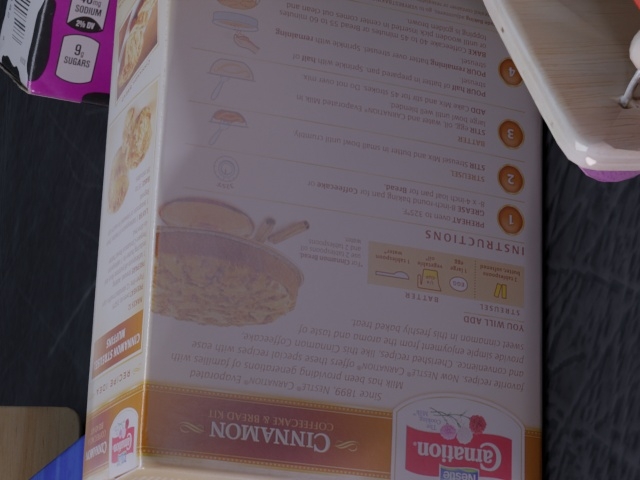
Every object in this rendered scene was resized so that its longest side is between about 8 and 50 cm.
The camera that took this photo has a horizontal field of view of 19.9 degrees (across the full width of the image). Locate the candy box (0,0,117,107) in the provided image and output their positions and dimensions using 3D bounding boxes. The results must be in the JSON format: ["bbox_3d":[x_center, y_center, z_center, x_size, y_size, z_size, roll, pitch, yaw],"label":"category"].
[{"bbox_3d":[-0.027,-0.163,0.739,0.071,0.159,0.233,-144,64,-63],"label":"candy box"}]

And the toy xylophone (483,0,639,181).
[{"bbox_3d":[0.135,-0.174,0.460,0.236,0.081,0.322,-115,41,-55],"label":"toy xylophone"}]

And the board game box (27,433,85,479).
[{"bbox_3d":[-0.089,0.244,0.846,0.319,0.066,0.318,140,135,-58],"label":"board game box"}]

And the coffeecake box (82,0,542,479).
[{"bbox_3d":[0.000,0.000,0.631,0.068,0.142,0.185,147,129,-62],"label":"coffeecake box"}]

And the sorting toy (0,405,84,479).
[{"bbox_3d":[-0.271,0.233,1.083,0.089,0.256,0.257,89,-178,-65],"label":"sorting toy"}]
